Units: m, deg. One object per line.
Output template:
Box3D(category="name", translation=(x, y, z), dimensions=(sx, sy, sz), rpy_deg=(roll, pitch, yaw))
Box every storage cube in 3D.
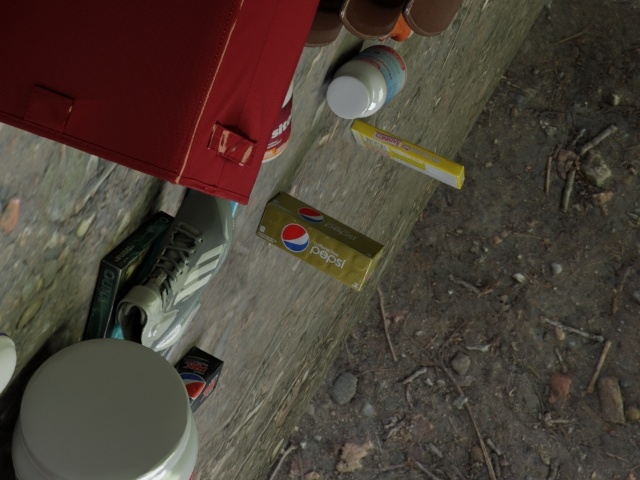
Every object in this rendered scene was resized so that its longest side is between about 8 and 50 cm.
Box3D(category="storage cube", translation=(-0.125, -0.149, 0.842), dimensions=(0.183, 0.215, 0.193), rpy_deg=(14, 97, -79))

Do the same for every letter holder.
Box3D(category="letter holder", translation=(0.077, -0.312, 1.561), dimensions=(0.214, 0.152, 0.302), rpy_deg=(-63, 170, 11))

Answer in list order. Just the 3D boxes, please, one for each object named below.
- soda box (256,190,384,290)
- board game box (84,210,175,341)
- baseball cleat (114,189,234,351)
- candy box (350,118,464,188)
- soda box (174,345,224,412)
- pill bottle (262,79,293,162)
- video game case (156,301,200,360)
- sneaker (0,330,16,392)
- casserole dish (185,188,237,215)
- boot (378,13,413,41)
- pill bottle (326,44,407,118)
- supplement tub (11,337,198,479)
Box3D(category="soda box", translation=(0.000, 0.000, 1.868), dimensions=(0.058, 0.181, 0.061), rpy_deg=(-44, 159, -59))
Box3D(category="board game box", translation=(-0.220, 0.070, 1.407), dimensions=(0.126, 0.026, 0.186), rpy_deg=(-49, 163, -53))
Box3D(category="baseball cleat", translation=(-0.158, 0.036, 1.355), dimensions=(0.109, 0.072, 0.206), rpy_deg=(-15, 128, -67))
Box3D(category="candy box", translation=(0.153, -0.150, 2.169), dimensions=(0.027, 0.206, 0.105), rpy_deg=(-64, 170, -3))
Box3D(category="soda box", translation=(-0.204, 0.224, 1.794), dimensions=(0.169, 0.053, 0.060), rpy_deg=(-49, 163, -55))
Box3D(category="pill bottle", translation=(-0.073, -0.157, 1.388), dimensions=(0.086, 0.086, 0.152), rpy_deg=(-58, 168, -25))
Box3D(category="video game case", translation=(-0.230, 0.174, 1.544), dimensions=(0.173, 0.022, 0.190), rpy_deg=(-58, 174, 37))
Box3D(category="sneaker", translation=(-0.292, 0.185, 0.984), dimensions=(0.282, 0.161, 0.102), rpy_deg=(-52, 164, -50))
Box3D(category="casserole dish", translation=(-0.141, -0.025, 1.526), dimensions=(0.114, 0.037, 0.188), rpy_deg=(-47, 162, -57))
Box3D(category="boot", translation=(0.099, -0.330, 1.891), dimensions=(0.084, 0.059, 0.158), rpy_deg=(-58, 161, -9))
Box3D(category="pill bottle", translation=(0.068, -0.235, 1.874), dimensions=(0.160, 0.087, 0.087), rpy_deg=(-46, 160, -60))
Box3D(category="supplement tub", translation=(-0.231, 0.246, 1.341), dimensions=(0.191, 0.191, 0.272), rpy_deg=(-55, 167, -35))
